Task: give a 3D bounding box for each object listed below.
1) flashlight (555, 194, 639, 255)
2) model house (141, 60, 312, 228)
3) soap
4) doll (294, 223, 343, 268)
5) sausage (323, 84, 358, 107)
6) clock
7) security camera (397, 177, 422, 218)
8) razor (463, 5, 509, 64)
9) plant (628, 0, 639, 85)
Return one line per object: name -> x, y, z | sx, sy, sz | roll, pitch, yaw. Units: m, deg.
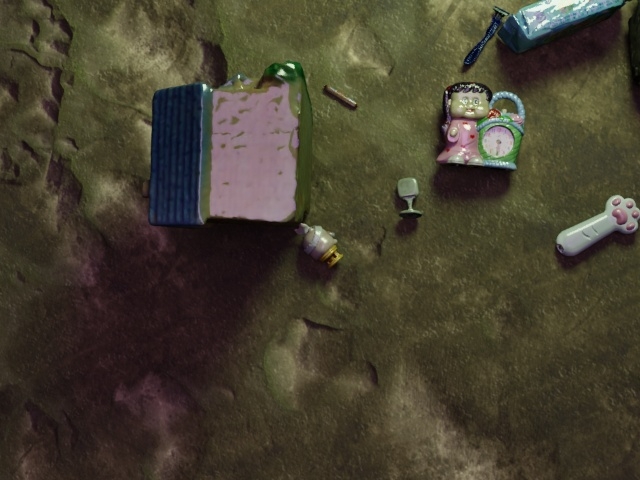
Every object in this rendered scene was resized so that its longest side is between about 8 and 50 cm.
flashlight -> 0.629, -0.029, 1.820 | 0.200, 0.047, 0.093 | -28, 85, 3
model house -> -0.197, -0.185, 1.748 | 0.342, 0.382, 0.335 | 0, 87, 4
soap -> 0.553, -0.507, 1.796 | 0.293, 0.156, 0.077 | -21, 88, 5
doll -> 0.000, 0.000, 1.880 | 0.127, 0.073, 0.084 | 46, 59, 2
sausage -> 0.049, -0.344, 1.912 | 0.100, 0.015, 0.015 | 32, 91, 7
clock -> 0.369, -0.261, 1.835 | 0.193, 0.100, 0.196 | 4, 90, 2
security camera -> 0.208, -0.101, 1.872 | 0.058, 0.058, 0.092 | -1, 76, 6
razor -> 0.384, -0.472, 1.875 | 0.044, 0.028, 0.155 | 35, 92, 26
plant -> 0.781, -0.503, 1.771 | 0.181, 0.194, 0.321 | 7, 92, -6
